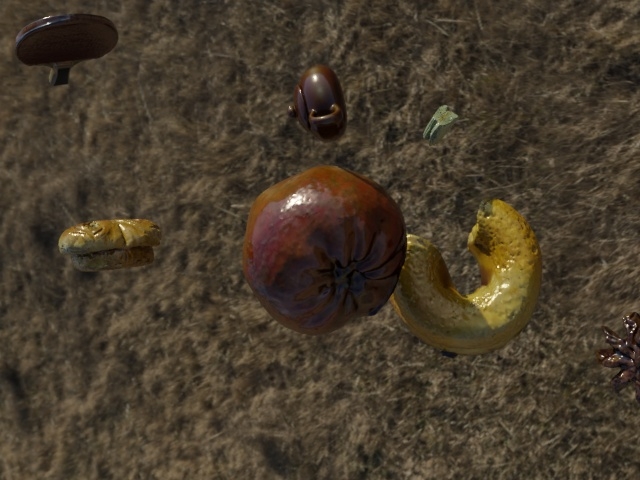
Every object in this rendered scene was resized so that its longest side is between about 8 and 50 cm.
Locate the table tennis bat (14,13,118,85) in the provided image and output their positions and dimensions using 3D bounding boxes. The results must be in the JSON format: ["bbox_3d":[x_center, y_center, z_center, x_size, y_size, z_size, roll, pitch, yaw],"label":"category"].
[{"bbox_3d":[-0.348,-0.257,0.829,0.220,0.130,0.019,-14,92,62],"label":"table tennis bat"}]

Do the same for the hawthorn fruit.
[{"bbox_3d":[0.000,0.000,1.437,0.402,0.402,0.403,9,104,39],"label":"hawthorn fruit"}]

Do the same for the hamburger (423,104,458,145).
[{"bbox_3d":[0.303,-0.291,1.581,0.054,0.121,0.084,37,131,7],"label":"hamburger"}]

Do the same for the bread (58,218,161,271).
[{"bbox_3d":[-0.510,0.009,1.483,0.198,0.236,0.120,3,97,58],"label":"bread"}]

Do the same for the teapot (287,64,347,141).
[{"bbox_3d":[-0.009,-0.304,1.406,0.252,0.135,0.178,-107,0,-63],"label":"teapot"}]

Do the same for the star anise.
[{"bbox_3d":[0.553,0.179,0.995,0.177,0.073,0.234,54,129,32],"label":"star anise"}]

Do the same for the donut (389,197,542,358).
[{"bbox_3d":[0.397,0.100,1.599,0.434,0.163,0.378,-26,72,2],"label":"donut"}]
